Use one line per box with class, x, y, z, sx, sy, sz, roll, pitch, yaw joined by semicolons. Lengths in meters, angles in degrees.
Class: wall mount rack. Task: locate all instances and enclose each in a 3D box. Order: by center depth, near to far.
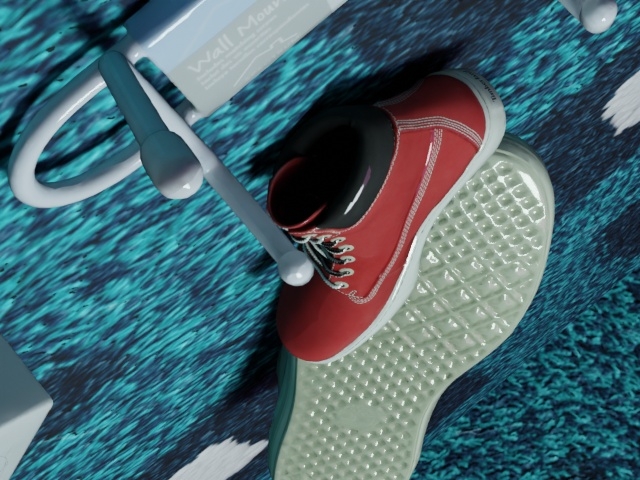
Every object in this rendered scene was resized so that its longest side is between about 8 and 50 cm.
wall mount rack;0.018;-0.101;0.760;0.350;0.130;0.304;-40;166;1

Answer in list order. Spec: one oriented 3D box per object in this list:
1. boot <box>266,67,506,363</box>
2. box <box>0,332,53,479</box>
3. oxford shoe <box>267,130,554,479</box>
boot;0.000;0.000;1.129;0.176;0.088;0.244;-21;149;-50
box;-0.231;0.115;0.877;0.130;0.091;0.170;-28;162;-42
oxford shoe;0.054;0.054;1.372;0.449;0.169;0.130;111;-10;-49
